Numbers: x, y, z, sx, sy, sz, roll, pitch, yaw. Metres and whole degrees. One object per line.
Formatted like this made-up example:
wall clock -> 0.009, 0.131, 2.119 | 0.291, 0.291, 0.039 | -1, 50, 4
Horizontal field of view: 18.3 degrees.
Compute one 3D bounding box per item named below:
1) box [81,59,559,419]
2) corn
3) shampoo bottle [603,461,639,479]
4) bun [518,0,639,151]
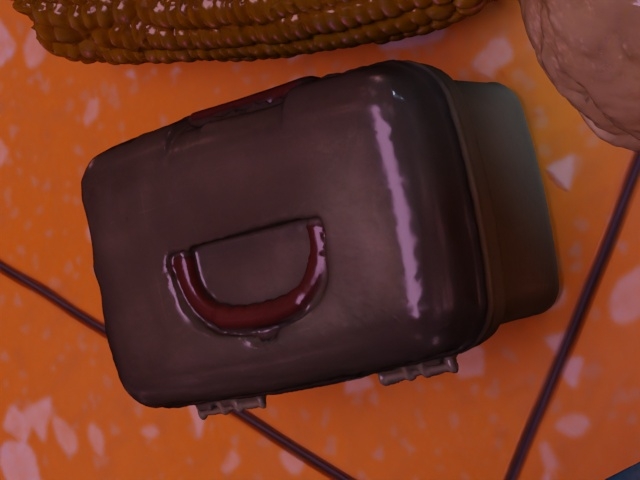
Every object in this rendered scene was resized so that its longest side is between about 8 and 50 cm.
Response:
box -> 0.000, 0.000, 0.953 | 0.210, 0.129, 0.148 | -14, 86, 33
corn -> -0.035, -0.139, 0.988 | 0.291, 0.101, 0.101 | -2, 93, 31
shampoo bottle -> 0.120, 0.295, 0.777 | 0.331, 0.331, 0.343 | -38, 74, 30
bun -> 0.155, -0.140, 0.788 | 0.134, 0.220, 0.220 | 33, 112, 33
